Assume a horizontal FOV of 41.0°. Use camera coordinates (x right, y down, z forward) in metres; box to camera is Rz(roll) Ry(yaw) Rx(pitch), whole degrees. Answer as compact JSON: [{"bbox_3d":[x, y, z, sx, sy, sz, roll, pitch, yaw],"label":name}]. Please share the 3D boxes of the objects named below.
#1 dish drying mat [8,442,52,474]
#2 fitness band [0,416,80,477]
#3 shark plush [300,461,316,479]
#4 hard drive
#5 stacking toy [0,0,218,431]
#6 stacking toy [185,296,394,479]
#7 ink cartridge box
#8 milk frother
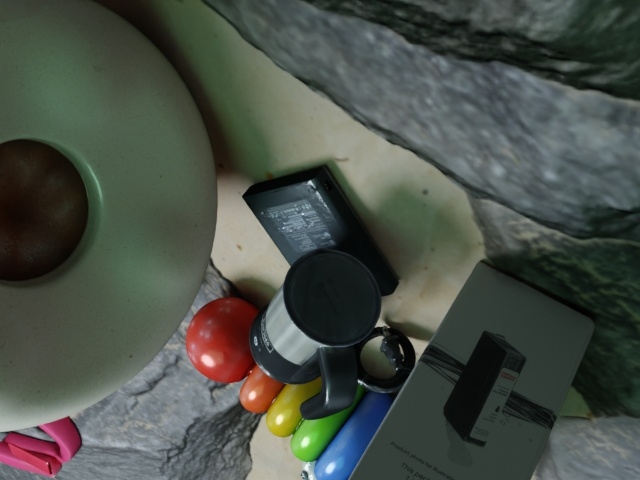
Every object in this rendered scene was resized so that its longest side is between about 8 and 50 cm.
[{"bbox_3d":[-0.473,0.355,1.397,0.083,0.008,0.032,20,135,20],"label":"dish drying mat"},{"bbox_3d":[-0.524,0.296,1.427,0.291,0.054,0.209,2,128,33],"label":"fitness band"},{"bbox_3d":[0.015,0.271,1.040,0.067,0.073,0.161,-16,100,22],"label":"shark plush"},{"bbox_3d":[0.000,0.000,0.776,0.094,0.022,0.135,-11,123,41],"label":"hard drive"},{"bbox_3d":[-0.354,-0.051,0.812,0.480,0.350,0.350,13,139,49],"label":"stacking toy"},{"bbox_3d":[-0.001,0.179,0.882,0.330,0.141,0.141,35,141,7],"label":"stacking toy"},{"bbox_3d":[0.098,0.181,0.695,0.114,0.273,0.197,30,141,12],"label":"ink cartridge box"},{"bbox_3d":[0.027,0.078,0.753,0.129,0.143,0.135,62,155,12],"label":"milk frother"}]
